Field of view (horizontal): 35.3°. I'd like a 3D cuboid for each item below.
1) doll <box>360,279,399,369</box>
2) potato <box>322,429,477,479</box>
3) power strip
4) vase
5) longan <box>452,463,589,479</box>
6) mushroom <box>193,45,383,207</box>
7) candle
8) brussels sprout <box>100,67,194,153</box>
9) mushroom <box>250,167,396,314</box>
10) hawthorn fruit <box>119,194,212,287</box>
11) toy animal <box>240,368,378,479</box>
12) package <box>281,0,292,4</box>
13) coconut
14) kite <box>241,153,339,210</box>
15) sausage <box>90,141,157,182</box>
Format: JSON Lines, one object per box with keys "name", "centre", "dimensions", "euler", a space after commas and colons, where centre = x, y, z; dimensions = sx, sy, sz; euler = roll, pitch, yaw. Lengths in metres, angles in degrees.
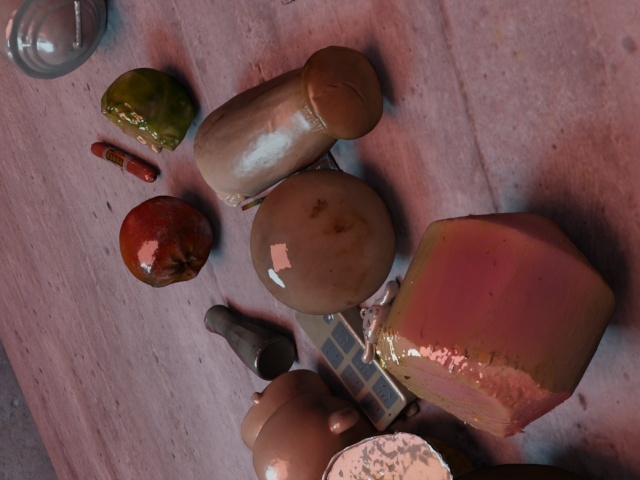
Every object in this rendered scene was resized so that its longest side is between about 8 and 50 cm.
{"name": "doll", "centre": [0.102, 0.125, 1.477], "dimensions": [0.113, 0.071, 0.135], "euler": [8, 99, 50]}
{"name": "potato", "centre": [0.138, 0.416, 1.531], "dimensions": [0.246, 0.196, 0.300], "euler": [34, 107, 32]}
{"name": "power strip", "centre": [0.055, 0.175, 1.592], "dimensions": [0.270, 0.046, 0.118], "euler": [52, 146, 18]}
{"name": "vase", "centre": [-0.138, 0.178, 1.840], "dimensions": [0.214, 0.086, 0.086], "euler": [26, 132, 50]}
{"name": "longan", "centre": [0.252, 0.426, 1.258], "dimensions": [0.319, 0.319, 0.319], "euler": [34, 137, 38]}
{"name": "mushroom", "centre": [-0.066, -0.157, 1.434], "dimensions": [0.137, 0.154, 0.407], "euler": [41, 154, -18]}
{"name": "candle", "centre": [-0.526, -0.425, 1.836], "dimensions": [0.342, 0.221, 0.221], "euler": [42, 142, 28]}
{"name": "brussels sprout", "centre": [-0.292, -0.232, 1.736], "dimensions": [0.151, 0.122, 0.149], "euler": [40, 169, -32]}
{"name": "mushroom", "centre": [0.000, 0.000, 1.434], "dimensions": [0.215, 0.207, 0.207], "euler": [-150, 38, -81]}
{"name": "hawthorn fruit", "centre": [-0.285, -0.003, 1.841], "dimensions": [0.173, 0.173, 0.173], "euler": [34, 137, 38]}
{"name": "toy animal", "centre": [-0.028, 0.320, 1.662], "dimensions": [0.221, 0.229, 0.210], "euler": [39, 97, 29]}
{"name": "package", "centre": [-0.061, -0.383, 1.393], "dimensions": [0.037, 0.015, 0.110], "euler": [-5, 109, 55]}
{"name": "coconut", "centre": [0.204, 0.080, 1.145], "dimensions": [0.233, 0.245, 0.233], "euler": [27, 158, 12]}
{"name": "kite", "centre": [-0.032, -0.045, 1.589], "dimensions": [0.285, 0.015, 0.152], "euler": [-18, 96, 53]}
{"name": "sausage", "centre": [-0.394, -0.158, 2.006], "dimensions": [0.253, 0.034, 0.034], "euler": [25, 131, 45]}
